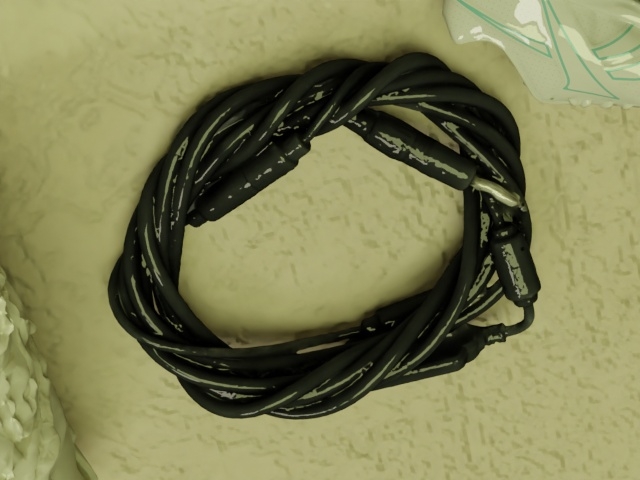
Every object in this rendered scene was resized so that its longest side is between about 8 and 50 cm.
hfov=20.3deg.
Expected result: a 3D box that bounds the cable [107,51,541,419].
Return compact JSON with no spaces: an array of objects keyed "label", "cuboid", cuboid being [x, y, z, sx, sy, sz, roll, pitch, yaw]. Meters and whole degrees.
[{"label":"cable","cuboid":[0.000,0.000,0.751,0.184,0.047,0.151,-11,115,-3]}]

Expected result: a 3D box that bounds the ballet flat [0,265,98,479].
[{"label":"ballet flat","cuboid":[-0.167,0.147,0.766,0.147,0.147,0.409,9,116,-13]}]

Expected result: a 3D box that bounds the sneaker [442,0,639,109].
[{"label":"sneaker","cuboid":[0.118,-0.080,0.735,0.152,0.054,0.061,29,116,-13]}]
